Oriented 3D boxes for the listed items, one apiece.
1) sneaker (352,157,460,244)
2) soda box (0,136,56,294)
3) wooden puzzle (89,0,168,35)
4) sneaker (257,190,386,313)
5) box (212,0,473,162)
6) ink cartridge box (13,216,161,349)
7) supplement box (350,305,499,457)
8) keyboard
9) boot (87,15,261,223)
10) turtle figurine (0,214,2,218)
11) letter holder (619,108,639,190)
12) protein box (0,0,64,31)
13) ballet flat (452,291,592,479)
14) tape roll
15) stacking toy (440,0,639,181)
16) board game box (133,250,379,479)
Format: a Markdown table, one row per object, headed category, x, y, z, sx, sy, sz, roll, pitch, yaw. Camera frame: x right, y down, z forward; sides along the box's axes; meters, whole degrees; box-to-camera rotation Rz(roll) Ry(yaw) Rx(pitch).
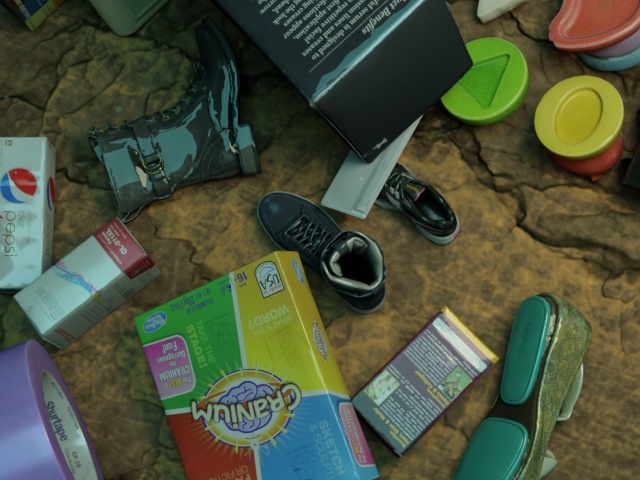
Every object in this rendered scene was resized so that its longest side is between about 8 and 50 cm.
| category | x | y | z | sx | sy | sz | roll | pitch | yaw |
| --- | --- | --- | --- | --- | --- | --- | --- | --- | --- |
| sneaker | 0.124 | -0.070 | 1.711 | 0.178 | 0.077 | 0.072 | 32 | 79 | 8 |
| soda box | -0.414 | -0.034 | 1.714 | 0.074 | 0.069 | 0.216 | -1 | 79 | 0 |
| wooden puzzle | -0.251 | -0.435 | 1.734 | 0.239 | 0.221 | 0.044 | -41 | 49 | -5 |
| sneaker | 0.002 | -0.001 | 1.657 | 0.226 | 0.163 | 0.086 | 41 | 83 | 9 |
| box | -0.021 | -0.337 | 1.616 | 0.212 | 0.293 | 0.395 | -42 | 72 | 4 |
| ink cartridge box | -0.314 | 0.060 | 1.663 | 0.175 | 0.127 | 0.072 | -38 | 79 | -7 |
| supplement box | 0.137 | 0.192 | 1.656 | 0.188 | 0.081 | 0.104 | -44 | 82 | -8 |
| keyboard | 0.088 | -0.144 | 1.723 | 0.072 | 0.014 | 0.256 | 17 | 67 | 31 |
| boot | -0.217 | -0.173 | 1.729 | 0.229 | 0.091 | 0.262 | -14 | 81 | -3 |
| turtle figurine | -0.516 | 0.023 | 1.644 | 0.234 | 0.118 | 0.175 | -16 | 56 | 38 |
| letter holder | 0.583 | -0.123 | 1.696 | 0.302 | 0.214 | 0.152 | 19 | 111 | 3 |
| protein box | -0.427 | -0.454 | 1.765 | 0.200 | 0.136 | 0.201 | 43 | 83 | 9 |
| ballet flat | 0.278 | 0.244 | 1.637 | 0.123 | 0.123 | 0.348 | 20 | 81 | 5 |
| tape roll | -0.355 | 0.267 | 1.547 | 0.090 | 0.275 | 0.274 | -23 | 79 | -3 |
| stacking toy | 0.336 | -0.246 | 1.757 | 0.280 | 0.130 | 0.308 | 13 | 75 | 30 |
| board game box | -0.089 | 0.203 | 1.616 | 0.242 | 0.064 | 0.316 | -26 | 78 | 22 |
